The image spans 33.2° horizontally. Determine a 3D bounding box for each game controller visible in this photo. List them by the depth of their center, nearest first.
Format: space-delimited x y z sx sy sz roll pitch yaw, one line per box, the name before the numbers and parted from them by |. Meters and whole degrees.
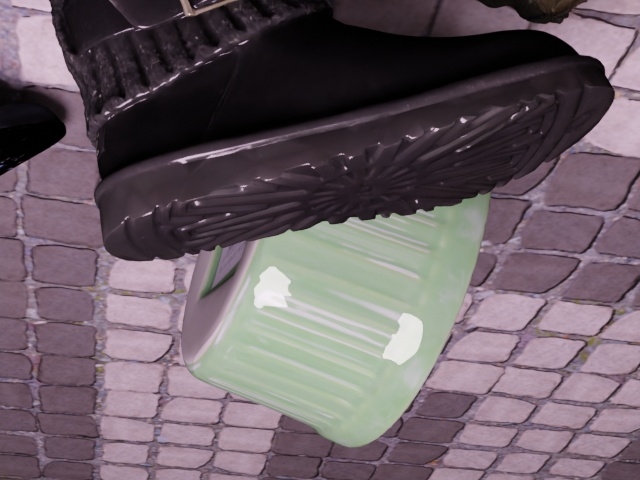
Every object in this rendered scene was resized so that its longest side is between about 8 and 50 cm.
game controller | -0.372 -0.042 0.951 0.319 0.067 0.166 -22 172 32

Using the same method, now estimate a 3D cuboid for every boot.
boot | -0.007 -0.149 0.693 0.348 0.260 0.131 -11 161 -8

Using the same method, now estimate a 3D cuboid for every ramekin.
ramekin | 0.000 0.000 0.866 0.148 0.303 0.303 20 142 -14

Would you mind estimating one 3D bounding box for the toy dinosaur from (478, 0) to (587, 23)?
toy dinosaur | 0.097 -0.220 0.746 0.268 0.064 0.118 17 149 -17
